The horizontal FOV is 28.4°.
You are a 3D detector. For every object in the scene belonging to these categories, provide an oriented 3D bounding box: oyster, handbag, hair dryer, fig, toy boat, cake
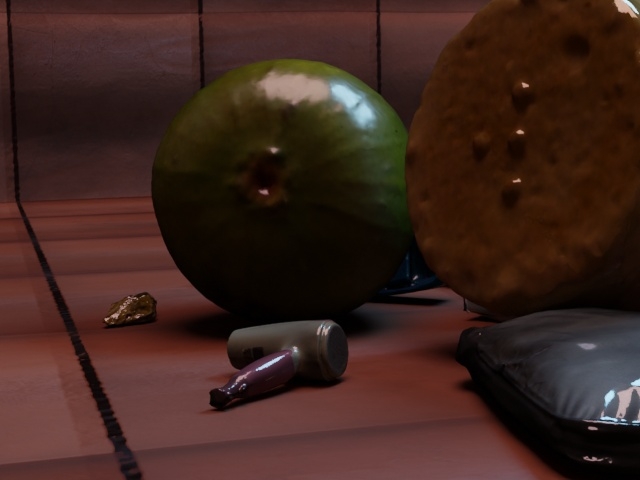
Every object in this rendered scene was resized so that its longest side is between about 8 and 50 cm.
[{"bbox_3d":[-0.214,0.077,1.442,0.051,0.034,0.093,-8,10,6],"label":"oyster"},{"bbox_3d":[0.226,0.104,0.966,0.191,0.075,0.332,-6,10,-7],"label":"handbag"},{"bbox_3d":[-0.051,0.107,1.081,0.106,0.054,0.154,-3,9,24],"label":"hair dryer"},{"bbox_3d":[-0.027,-0.047,1.422,0.316,0.316,0.316,-1,6,0],"label":"fig"},{"bbox_3d":[0.033,0.026,1.596,0.299,0.096,0.061,-1,-6,30],"label":"toy boat"},{"bbox_3d":[0.292,-0.063,1.223,0.321,0.333,0.332,14,-4,-39],"label":"cake"}]

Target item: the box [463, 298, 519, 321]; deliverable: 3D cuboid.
[{"bbox_3d":[0.229,-0.049,1.415,0.079,0.270,0.135,8,11,34],"label":"box"}]
